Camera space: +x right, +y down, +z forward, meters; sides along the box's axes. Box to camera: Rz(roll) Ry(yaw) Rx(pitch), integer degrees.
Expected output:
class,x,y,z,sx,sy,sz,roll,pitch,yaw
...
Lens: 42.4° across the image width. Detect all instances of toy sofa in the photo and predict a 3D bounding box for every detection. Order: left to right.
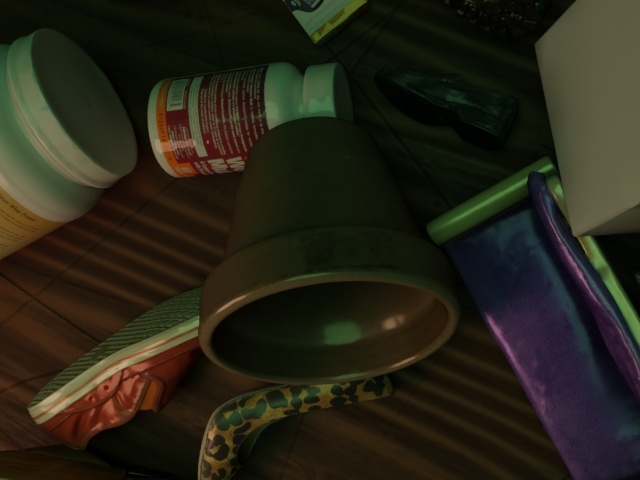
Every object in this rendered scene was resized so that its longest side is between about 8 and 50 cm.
class,x,y,z,sx,sy,sz,roll,pitch,yaw
toy sofa,0.259,0.106,0.846,0.150,0.177,0.362,-30,83,20

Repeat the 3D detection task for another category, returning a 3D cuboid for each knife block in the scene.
class,x,y,z,sx,sy,sz,roll,pitch,yaw
knife block,-0.294,0.326,0.977,0.242,0.276,0.088,13,94,44

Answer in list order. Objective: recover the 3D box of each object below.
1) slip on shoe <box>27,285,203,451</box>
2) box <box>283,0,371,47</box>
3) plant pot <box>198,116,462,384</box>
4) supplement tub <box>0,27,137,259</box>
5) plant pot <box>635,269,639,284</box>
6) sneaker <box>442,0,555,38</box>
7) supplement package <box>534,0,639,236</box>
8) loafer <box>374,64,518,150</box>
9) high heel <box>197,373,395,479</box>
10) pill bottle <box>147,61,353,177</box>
class,x,y,z,sx,sy,sz,roll,pitch,yaw
slip on shoe,-0.209,0.155,1.021,0.331,0.123,0.101,-33,105,13
box,-0.011,-0.312,0.997,0.081,0.028,0.136,-37,79,13
plant pot,0.000,0.000,0.867,0.263,0.263,0.229,-15,60,15
supplement tub,-0.408,-0.096,1.002,0.316,0.228,0.228,-26,84,14
plant pot,0.442,0.116,0.703,0.272,0.272,0.255,-16,87,15
sneaker,0.126,-0.358,0.925,0.344,0.134,0.146,33,74,16
supplement package,0.361,-0.128,0.704,0.263,0.199,0.198,-4,76,-13
loafer,0.144,-0.164,0.947,0.170,0.062,0.061,28,76,10
high heel,-0.034,0.232,0.980,0.186,0.093,0.261,23,96,10
pill bottle,-0.079,-0.143,0.968,0.221,0.121,0.121,-5,89,15
